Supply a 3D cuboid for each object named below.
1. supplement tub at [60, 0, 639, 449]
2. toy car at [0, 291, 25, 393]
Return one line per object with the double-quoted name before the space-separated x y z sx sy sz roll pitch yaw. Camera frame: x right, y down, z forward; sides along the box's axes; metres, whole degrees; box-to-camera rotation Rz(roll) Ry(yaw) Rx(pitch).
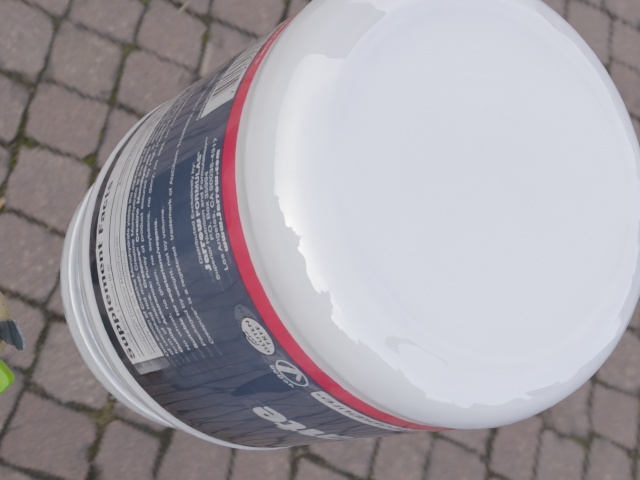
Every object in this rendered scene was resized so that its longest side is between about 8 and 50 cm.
"supplement tub" 0.000 0.000 0.612 0.191 0.272 0.191 7 76 -28
"toy car" -0.337 0.087 1.168 0.155 0.188 0.149 51 46 -9
